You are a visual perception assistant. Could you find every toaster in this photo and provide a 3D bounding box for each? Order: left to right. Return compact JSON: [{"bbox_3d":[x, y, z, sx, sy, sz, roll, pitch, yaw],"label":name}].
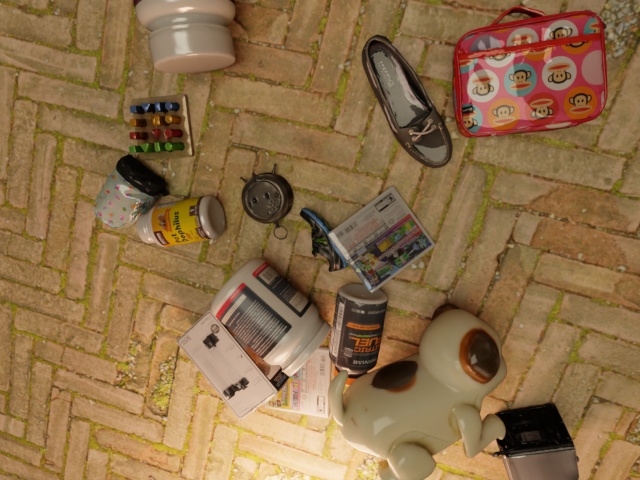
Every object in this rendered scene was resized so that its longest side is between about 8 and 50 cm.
[{"bbox_3d":[0.509,0.494,1.077,0.185,0.168,0.110,-16,99,15],"label":"toaster"}]

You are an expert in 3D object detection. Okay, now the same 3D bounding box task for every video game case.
[{"bbox_3d":[-0.066,0.392,1.265,0.193,0.023,0.213,5,104,12],"label":"video game case"},{"bbox_3d":[0.150,-0.002,1.095,0.201,0.023,0.183,-37,92,-1],"label":"video game case"}]

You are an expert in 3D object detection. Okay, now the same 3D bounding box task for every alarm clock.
[{"bbox_3d":[-0.132,-0.091,1.155,0.129,0.064,0.192,-19,101,16],"label":"alarm clock"}]

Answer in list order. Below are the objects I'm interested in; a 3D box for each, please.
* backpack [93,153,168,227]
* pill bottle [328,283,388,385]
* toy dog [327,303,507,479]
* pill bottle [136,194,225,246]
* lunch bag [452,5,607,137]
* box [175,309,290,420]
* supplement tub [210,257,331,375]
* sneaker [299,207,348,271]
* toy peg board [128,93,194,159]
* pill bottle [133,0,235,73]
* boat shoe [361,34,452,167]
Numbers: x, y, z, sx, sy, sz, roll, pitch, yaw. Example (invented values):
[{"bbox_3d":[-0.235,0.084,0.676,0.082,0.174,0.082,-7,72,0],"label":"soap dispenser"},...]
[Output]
[{"bbox_3d":[-0.528,-0.122,1.211,0.152,0.115,0.182,41,111,-1],"label":"backpack"},{"bbox_3d":[0.092,0.245,1.140,0.130,0.130,0.246,10,105,11],"label":"pill bottle"},{"bbox_3d":[0.254,0.342,1.058,0.395,0.284,0.408,42,97,-7],"label":"toy dog"},{"bbox_3d":[-0.374,-0.048,1.189,0.214,0.117,0.117,-9,100,15],"label":"pill bottle"},{"bbox_3d":[0.429,-0.358,0.938,0.293,0.120,0.258,-5,97,13],"label":"lunch bag"},{"bbox_3d":[-0.245,0.333,1.244,0.169,0.087,0.290,-43,86,22],"label":"box"},{"bbox_3d":[-0.127,0.194,1.146,0.272,0.191,0.191,42,108,2],"label":"supplement tub"},{"bbox_3d":[0.000,0.000,1.138,0.078,0.067,0.188,-31,97,11],"label":"sneaker"},{"bbox_3d":[-0.431,-0.296,1.167,0.161,0.079,0.161,-1,102,13],"label":"toy peg board"},{"bbox_3d":[-0.314,-0.598,0.997,0.224,0.224,0.392,-4,101,14],"label":"pill bottle"},{"bbox_3d":[0.192,-0.308,1.009,0.112,0.095,0.335,-30,94,17],"label":"boat shoe"}]
